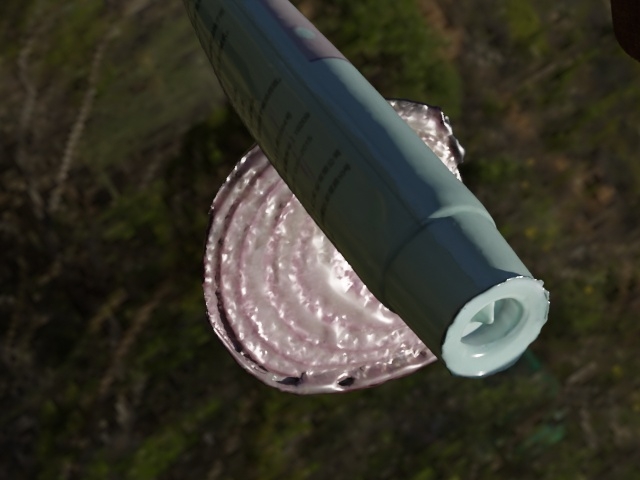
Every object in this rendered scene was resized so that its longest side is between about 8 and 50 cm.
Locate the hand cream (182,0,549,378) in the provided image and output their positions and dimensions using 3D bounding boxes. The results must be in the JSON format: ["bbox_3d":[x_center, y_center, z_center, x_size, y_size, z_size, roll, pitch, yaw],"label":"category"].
[{"bbox_3d":[-0.014,-0.063,0.809,0.331,0.058,0.085,49,-11,40],"label":"hand cream"}]

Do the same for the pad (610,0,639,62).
[{"bbox_3d":[0.286,-0.217,1.302,0.250,0.055,0.323,22,-21,36],"label":"pad"}]

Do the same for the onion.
[{"bbox_3d":[0.000,0.000,1.551,0.111,0.247,0.250,37,-40,58],"label":"onion"}]
